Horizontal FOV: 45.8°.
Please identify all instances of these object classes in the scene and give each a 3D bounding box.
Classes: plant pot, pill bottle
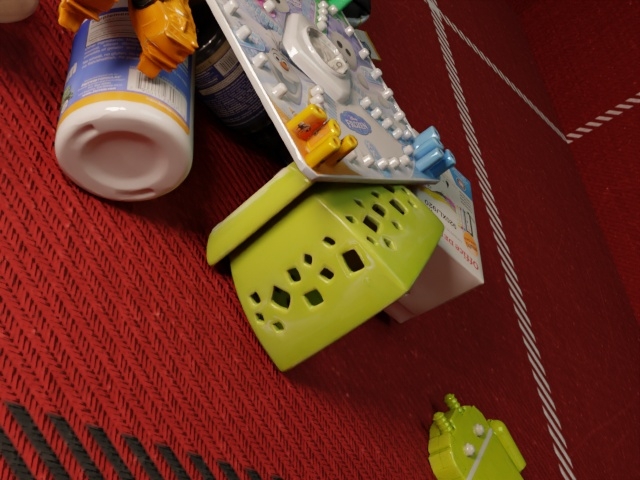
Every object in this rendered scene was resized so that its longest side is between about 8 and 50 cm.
[{"bbox_3d":[0.000,0.000,1.010,0.207,0.227,0.228,50,30,-3],"label":"plant pot"},{"bbox_3d":[-0.123,-0.235,1.119,0.219,0.123,0.122,46,30,-44],"label":"pill bottle"},{"bbox_3d":[-0.228,-0.194,0.919,0.152,0.152,0.272,31,39,-38],"label":"pill bottle"}]

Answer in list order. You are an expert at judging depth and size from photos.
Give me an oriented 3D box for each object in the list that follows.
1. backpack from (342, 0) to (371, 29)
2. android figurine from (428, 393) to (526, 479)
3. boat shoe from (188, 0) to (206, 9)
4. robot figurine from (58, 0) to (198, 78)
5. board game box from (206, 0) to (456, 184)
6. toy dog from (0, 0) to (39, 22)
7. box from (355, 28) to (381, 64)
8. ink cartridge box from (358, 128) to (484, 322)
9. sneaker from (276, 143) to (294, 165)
[{"bbox_3d":[-0.073,-0.458,1.319,0.356,0.273,0.290,-8,70,-36],"label":"backpack"},{"bbox_3d":[0.260,0.375,1.205,0.272,0.056,0.248,60,31,0],"label":"android figurine"},{"bbox_3d":[-0.228,-0.365,1.084,0.207,0.073,0.073,1,63,-23],"label":"boat shoe"},{"bbox_3d":[-0.232,-0.321,0.828,0.211,0.085,0.291,27,33,-48],"label":"robot figurine"},{"bbox_3d":[0.007,-0.252,1.011,0.390,0.050,0.390,-6,65,-59],"label":"board game box"},{"bbox_3d":[-0.443,-0.307,0.756,0.334,0.161,0.220,28,42,-18],"label":"toy dog"},{"bbox_3d":[0.079,-0.439,1.710,0.136,0.028,0.081,-11,72,-55],"label":"box"},{"bbox_3d":[0.142,-0.022,1.238,0.171,0.168,0.232,37,38,-32],"label":"ink cartridge box"},{"bbox_3d":[0.044,-0.218,1.345,0.125,0.140,0.341,49,30,-12],"label":"sneaker"}]
